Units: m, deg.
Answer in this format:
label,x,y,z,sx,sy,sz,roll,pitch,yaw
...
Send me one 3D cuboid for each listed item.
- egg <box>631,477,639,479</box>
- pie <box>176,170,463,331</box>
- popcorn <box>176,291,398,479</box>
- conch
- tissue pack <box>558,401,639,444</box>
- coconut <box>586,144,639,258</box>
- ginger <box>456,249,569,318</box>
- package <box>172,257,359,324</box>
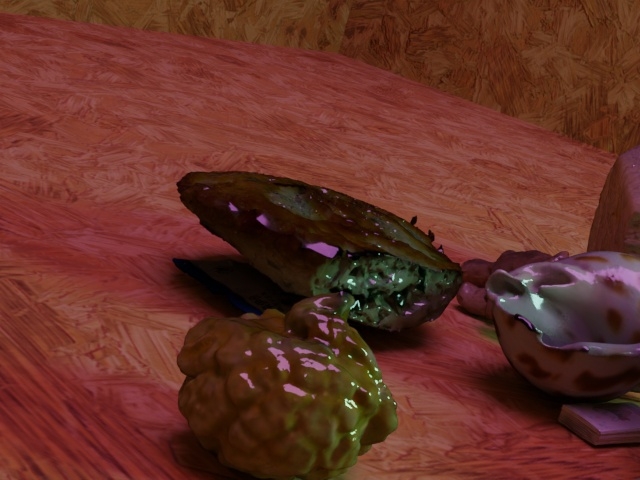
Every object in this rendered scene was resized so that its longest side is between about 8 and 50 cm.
label,x,y,z,sx,sy,sz,roll,pitch,yaw
egg,0.193,0.227,0.594,0.188,0.188,0.253,18,23,6
pie,0.000,0.000,1.295,0.355,0.103,0.288,11,14,-41
popcorn,-0.029,0.113,0.903,0.173,0.142,0.173,-8,24,3
conch,0.297,0.098,1.230,0.275,0.148,0.182,4,44,-7
tissue pack,0.293,0.182,1.168,0.108,0.023,0.056,3,19,-37
coconut,0.501,0.025,1.437,0.309,0.297,0.297,11,15,2
ginger,0.229,0.052,1.442,0.149,0.065,0.259,-22,14,-24
package,-0.049,0.057,1.259,0.173,0.027,0.171,9,16,-42
